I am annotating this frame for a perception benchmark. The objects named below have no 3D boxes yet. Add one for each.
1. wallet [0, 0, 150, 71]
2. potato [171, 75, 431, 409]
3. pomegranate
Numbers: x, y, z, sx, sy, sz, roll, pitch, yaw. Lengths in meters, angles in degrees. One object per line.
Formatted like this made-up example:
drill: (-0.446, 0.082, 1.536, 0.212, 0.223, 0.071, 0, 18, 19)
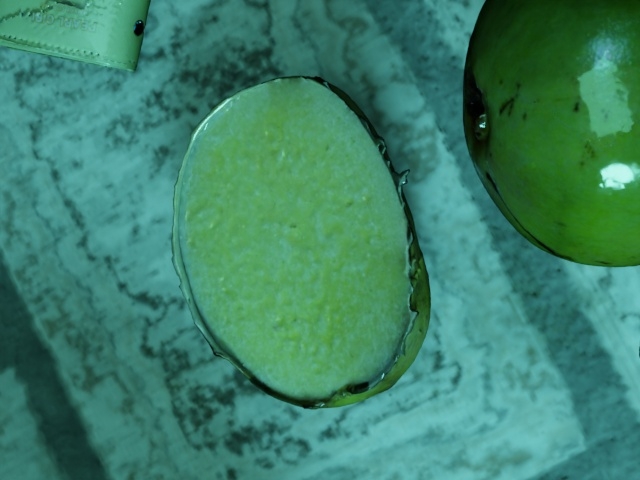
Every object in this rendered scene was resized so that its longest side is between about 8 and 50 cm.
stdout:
wallet: (-0.157, -0.194, 1.021, 0.110, 0.039, 0.155, 12, 93, 16)
potato: (0.000, 0.000, 0.955, 0.164, 0.081, 0.200, -23, 81, 24)
pomegranate: (0.177, -0.082, 0.846, 0.210, 0.179, 0.179, -20, 84, 14)
